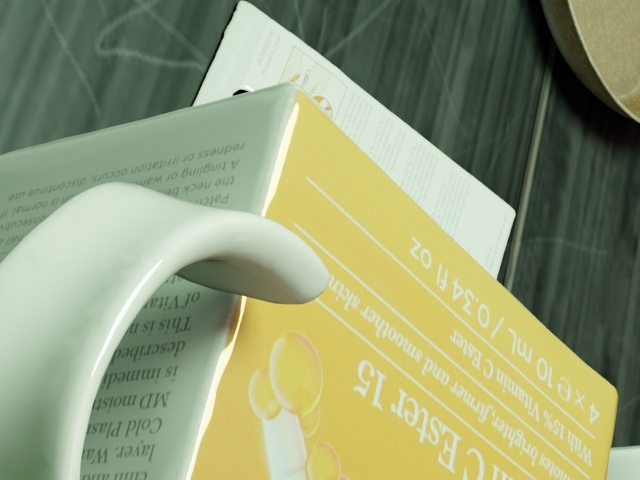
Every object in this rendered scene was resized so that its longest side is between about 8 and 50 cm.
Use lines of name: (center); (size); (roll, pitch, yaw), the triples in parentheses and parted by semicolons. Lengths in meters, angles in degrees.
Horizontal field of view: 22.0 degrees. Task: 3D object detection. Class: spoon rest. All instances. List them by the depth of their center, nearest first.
spoon rest: (-0.084, 0.097, 0.374); (0.276, 0.137, 0.084); (-66, 153, -25)

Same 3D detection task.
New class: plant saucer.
plant saucer: (0.181, -0.163, 1.010); (0.198, 0.036, 0.199); (15, 70, -49)

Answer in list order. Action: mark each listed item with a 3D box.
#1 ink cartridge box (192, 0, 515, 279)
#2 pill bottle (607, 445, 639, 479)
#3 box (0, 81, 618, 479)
ink cartridge box: (0.000, 0.000, 0.750); (0.179, 0.045, 0.145); (35, 54, -21)
pill bottle: (0.180, 0.241, 0.815); (0.162, 0.162, 0.278); (5, 77, -52)
box: (-0.047, 0.160, 0.529); (0.215, 0.168, 0.345); (41, 52, -40)
